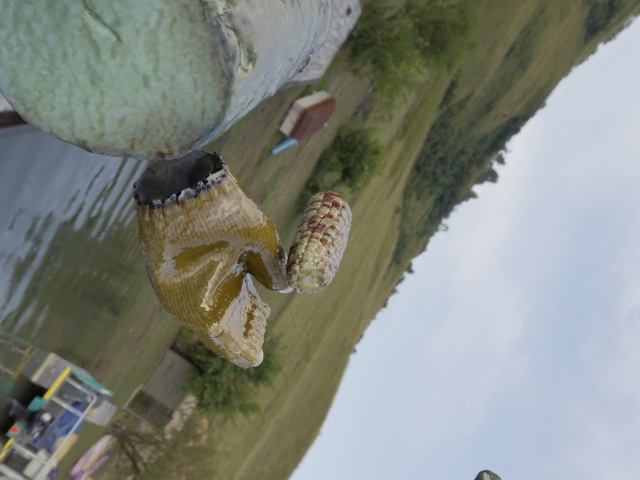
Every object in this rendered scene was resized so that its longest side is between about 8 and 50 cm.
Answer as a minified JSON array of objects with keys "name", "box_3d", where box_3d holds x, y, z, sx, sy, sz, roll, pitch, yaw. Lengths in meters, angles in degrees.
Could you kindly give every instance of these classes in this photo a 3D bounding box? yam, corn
[{"name":"yam","box_3d":[-0.099,-0.178,0.451,0.168,0.168,0.304,-53,-176,35]},{"name":"corn","box_3d":[0.000,0.000,0.866,0.086,0.086,0.253,-54,-171,26]}]

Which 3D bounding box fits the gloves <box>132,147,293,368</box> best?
[{"name":"gloves","box_3d":[-0.155,0.035,0.843,0.203,0.357,0.155,-34,-149,-27]}]

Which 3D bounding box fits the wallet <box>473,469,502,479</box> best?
[{"name":"wallet","box_3d":[0.286,0.663,1.083,0.360,0.083,0.252,-63,-160,13]}]
